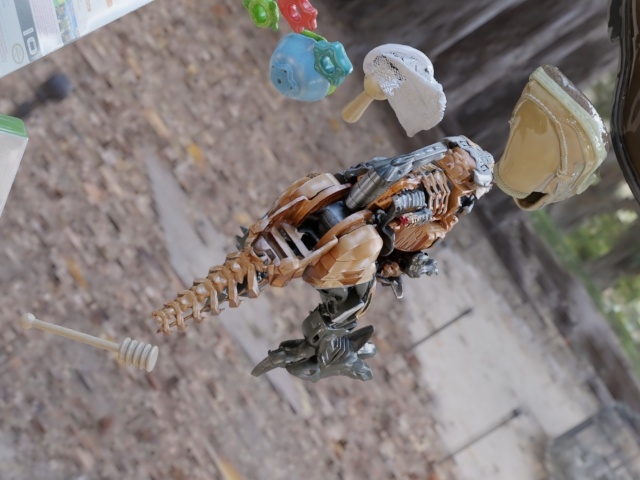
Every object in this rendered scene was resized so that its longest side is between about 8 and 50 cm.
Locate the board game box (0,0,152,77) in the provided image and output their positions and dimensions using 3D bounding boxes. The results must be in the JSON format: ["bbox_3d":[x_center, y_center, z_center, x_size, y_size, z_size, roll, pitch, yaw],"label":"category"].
[{"bbox_3d":[-0.283,-0.283,1.312,0.303,0.097,0.224,-36,128,-43],"label":"board game box"}]

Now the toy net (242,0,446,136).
[{"bbox_3d":[0.029,-0.160,1.271,0.232,0.045,0.122,18,-49,43],"label":"toy net"}]

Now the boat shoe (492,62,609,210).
[{"bbox_3d":[0.152,-0.057,1.002,0.068,0.072,0.190,53,-1,21],"label":"boat shoe"}]

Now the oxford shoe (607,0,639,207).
[{"bbox_3d":[0.263,-0.105,1.053,0.096,0.083,0.227,161,-76,-64],"label":"oxford shoe"}]

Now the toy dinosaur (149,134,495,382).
[{"bbox_3d":[0.000,0.000,1.209,0.322,0.218,0.164,-2,58,-24],"label":"toy dinosaur"}]

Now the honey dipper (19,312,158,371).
[{"bbox_3d":[-0.259,0.110,1.615,0.161,0.030,0.030,15,6,9],"label":"honey dipper"}]

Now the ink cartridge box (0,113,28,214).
[{"bbox_3d":[-0.421,-0.050,1.668,0.109,0.209,0.062,14,20,-27],"label":"ink cartridge box"}]
